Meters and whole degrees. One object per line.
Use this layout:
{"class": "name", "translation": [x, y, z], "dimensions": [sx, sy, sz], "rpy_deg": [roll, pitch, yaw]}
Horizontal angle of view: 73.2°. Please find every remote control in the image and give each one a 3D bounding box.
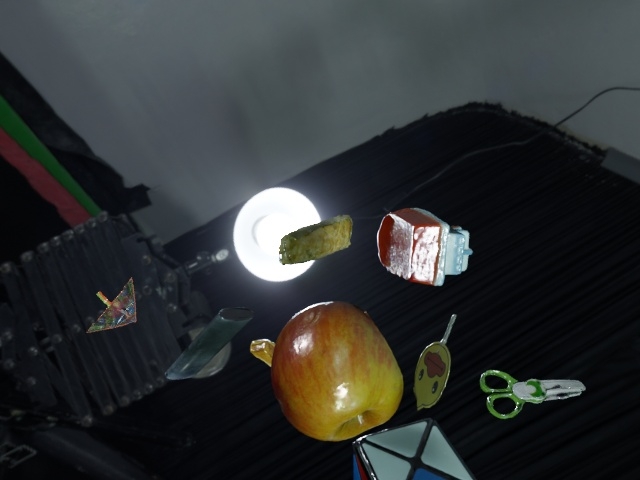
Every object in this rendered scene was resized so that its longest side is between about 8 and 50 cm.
{"class": "remote control", "translation": [-0.325, 0.302, 1.234], "dimensions": [0.107, 0.377, 0.044], "rpy_deg": [2, -128, -44]}

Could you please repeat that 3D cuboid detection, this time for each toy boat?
{"class": "toy boat", "translation": [0.211, 0.005, 0.906], "dimensions": [0.332, 0.133, 0.145], "rpy_deg": [-123, 35, -81]}

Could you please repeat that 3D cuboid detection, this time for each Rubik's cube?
{"class": "Rubik's cube", "translation": [0.234, 0.646, 1.089], "dimensions": [0.246, 0.249, 0.248], "rpy_deg": [-127, 33, -59]}

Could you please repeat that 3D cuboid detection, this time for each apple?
{"class": "apple", "translation": [0.013, 0.176, 0.591], "dimensions": [0.195, 0.160, 0.173], "rpy_deg": [101, 156, -45]}

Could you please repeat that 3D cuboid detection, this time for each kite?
{"class": "kite", "translation": [-0.583, 0.191, 1.226], "dimensions": [0.159, 0.190, 0.010], "rpy_deg": [24, 155, 17]}

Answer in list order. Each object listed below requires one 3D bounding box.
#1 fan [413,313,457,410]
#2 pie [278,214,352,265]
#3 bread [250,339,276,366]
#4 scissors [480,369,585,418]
{"class": "fan", "translation": [0.375, 0.395, 1.405], "dimensions": [0.011, 0.335, 0.229], "rpy_deg": [23, 177, -7]}
{"class": "pie", "translation": [0.000, 0.000, 1.288], "dimensions": [0.068, 0.282, 0.129], "rpy_deg": [25, 121, 40]}
{"class": "bread", "translation": [-0.155, 0.347, 1.330], "dimensions": [0.132, 0.074, 0.053], "rpy_deg": [44, -139, -39]}
{"class": "scissors", "translation": [0.441, 0.311, 0.894], "dimensions": [0.027, 0.204, 0.101], "rpy_deg": [85, 180, -47]}
